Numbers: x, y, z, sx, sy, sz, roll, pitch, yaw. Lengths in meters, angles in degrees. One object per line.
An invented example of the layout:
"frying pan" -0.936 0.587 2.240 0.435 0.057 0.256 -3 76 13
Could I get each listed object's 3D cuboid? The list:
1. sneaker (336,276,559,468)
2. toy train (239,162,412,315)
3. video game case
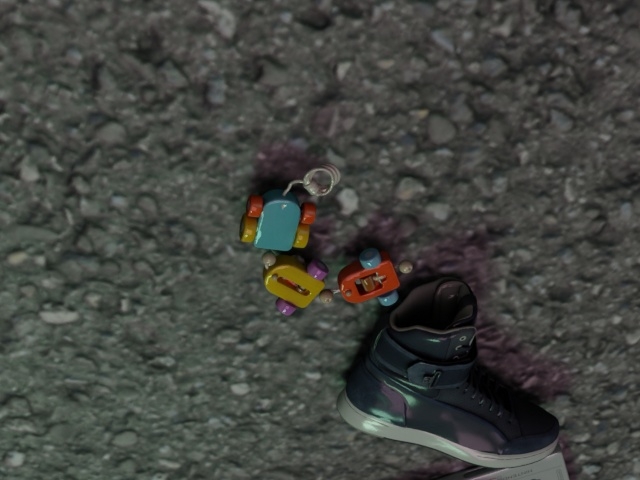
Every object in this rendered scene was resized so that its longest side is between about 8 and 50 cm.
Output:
"sneaker" 0.147 0.125 1.051 0.226 0.086 0.163 13 122 -14
"toy train" 0.000 0.000 0.979 0.125 0.046 0.166 -26 125 7
"video game case" 0.206 0.297 1.209 0.143 0.019 0.157 -18 123 4
